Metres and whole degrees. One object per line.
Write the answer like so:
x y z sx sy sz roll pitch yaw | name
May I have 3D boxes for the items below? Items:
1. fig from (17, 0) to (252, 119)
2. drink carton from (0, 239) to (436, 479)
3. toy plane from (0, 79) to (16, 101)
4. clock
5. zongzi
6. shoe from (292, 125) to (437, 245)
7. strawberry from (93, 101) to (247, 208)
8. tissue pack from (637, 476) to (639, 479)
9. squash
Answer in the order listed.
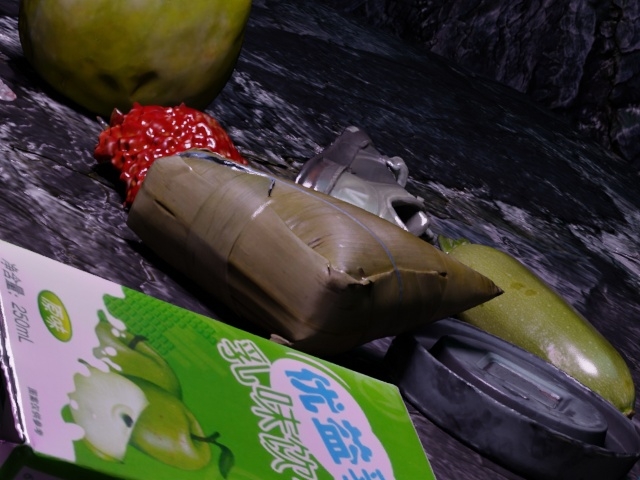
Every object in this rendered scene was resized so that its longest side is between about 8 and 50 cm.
-0.179 -0.259 1.855 0.233 0.314 0.233 7 34 -5 | fig
-0.072 0.115 0.916 0.271 0.108 0.161 23 28 -31 | drink carton
-0.351 -0.179 1.574 0.223 0.104 0.326 27 8 -11 | toy plane
0.157 0.133 1.552 0.226 0.049 0.226 26 13 -6 | clock
0.000 0.000 1.519 0.228 0.115 0.256 35 27 33 | zongzi
0.047 -0.021 1.814 0.149 0.109 0.293 34 16 5 | shoe
-0.102 -0.056 1.654 0.167 0.087 0.208 21 16 -37 | strawberry
0.350 0.220 1.274 0.134 0.192 0.271 14 19 -45 | tissue pack
0.182 0.071 1.767 0.094 0.094 0.341 19 18 -36 | squash
